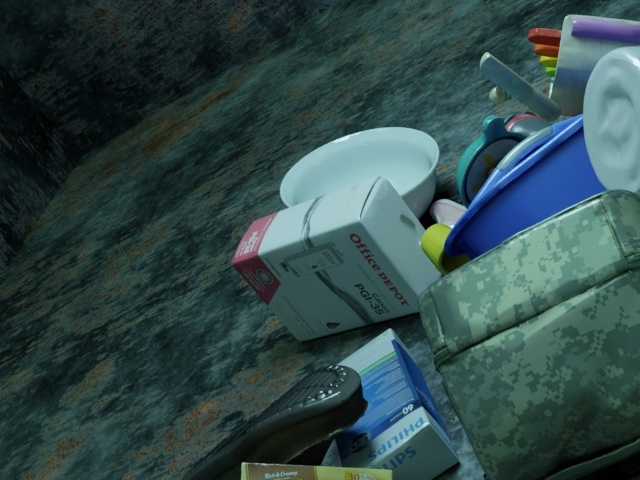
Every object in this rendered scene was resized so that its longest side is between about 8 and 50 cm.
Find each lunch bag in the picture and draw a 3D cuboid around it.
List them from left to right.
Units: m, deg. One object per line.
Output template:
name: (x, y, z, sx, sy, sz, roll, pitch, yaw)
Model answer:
lunch bag: (0.286, 0.132, 1.185, 0.305, 0.212, 0.256, -28, 57, 20)

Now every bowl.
bowl: (0.085, -0.075, 1.904, 0.297, 0.134, 0.298, -14, 30, 8)

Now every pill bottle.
pill bottle: (0.483, -0.148, 1.214, 0.318, 0.176, 0.176, -7, 19, -13)

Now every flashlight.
flashlight: (0.390, -0.154, 1.695, 0.103, 0.103, 0.304, -42, 23, -13)

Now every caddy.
caddy: (0.323, -0.063, 1.411, 0.341, 0.179, 0.241, -37, -15, 0)

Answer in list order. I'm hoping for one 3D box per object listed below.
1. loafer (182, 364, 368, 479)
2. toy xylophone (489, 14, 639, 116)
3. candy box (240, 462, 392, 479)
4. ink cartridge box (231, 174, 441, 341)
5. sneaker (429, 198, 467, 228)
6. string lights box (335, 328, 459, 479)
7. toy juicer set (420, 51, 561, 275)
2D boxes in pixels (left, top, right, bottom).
loafer: (-0.043, 0.286, 1.418, 0.366, 0.130, 0.134, -41, -2, 44)
toy xylophone: (0.382, -0.253, 1.593, 0.323, 0.236, 0.081, 82, -162, -84)
candy box: (-0.007, 0.331, 1.272, 0.186, 0.053, 0.109, 4, 62, 0)
ink cartridge box: (0.029, 0.036, 1.731, 0.283, 0.207, 0.117, -19, 31, 38)
sneaker: (0.212, -0.028, 1.781, 0.070, 0.051, 0.134, -40, 27, -18)
string lights box: (0.086, 0.240, 1.442, 0.133, 0.077, 0.260, -35, 23, 8)
toy juicer set: (0.284, -0.100, 1.549, 0.089, 0.209, 0.329, 42, 124, 48)
